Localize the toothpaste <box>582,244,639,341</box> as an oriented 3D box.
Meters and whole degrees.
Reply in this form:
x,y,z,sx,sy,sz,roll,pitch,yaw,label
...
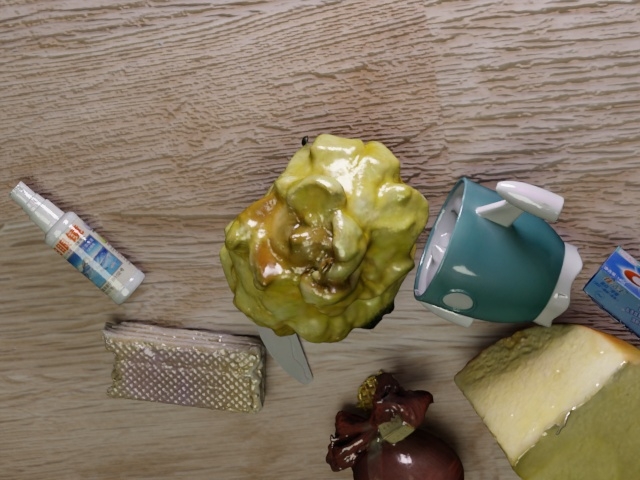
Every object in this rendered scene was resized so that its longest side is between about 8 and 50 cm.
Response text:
x,y,z,sx,sy,sz,roll,pitch,yaw,label
0.443,0.118,1.562,0.272,0.066,0.053,40,136,11,toothpaste

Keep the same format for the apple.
x,y,z,sx,sy,sz,roll,pitch,yaw,label
0.343,0.272,1.652,0.314,0.252,0.309,-14,132,42,apple

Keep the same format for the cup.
x,y,z,sx,sy,sz,roll,pitch,yaw,label
0.225,0.027,1.618,0.173,0.167,0.299,21,145,-5,cup

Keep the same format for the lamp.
x,y,z,sx,sy,sz,roll,pitch,yaw,label
0.113,0.313,1.773,0.223,0.151,0.215,34,132,-16,lamp

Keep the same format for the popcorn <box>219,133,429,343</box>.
x,y,z,sx,sy,sz,roll,pitch,yaw,label
0.000,0.000,1.619,0.286,0.252,0.215,-51,57,25,popcorn

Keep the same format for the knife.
x,y,z,sx,sy,sz,roll,pitch,yaw,label
-0.063,0.101,1.793,0.058,0.032,0.244,-16,115,-5,knife

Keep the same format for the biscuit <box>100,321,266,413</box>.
x,y,z,sx,sy,sz,roll,pitch,yaw,label
-0.194,0.178,1.848,0.239,0.062,0.108,6,114,10,biscuit

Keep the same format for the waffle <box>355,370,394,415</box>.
x,y,z,sx,sy,sz,roll,pitch,yaw,label
0.092,0.226,1.824,0.085,0.016,0.078,41,122,-7,waffle

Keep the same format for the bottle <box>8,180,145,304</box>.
x,y,z,sx,sy,sz,roll,pitch,yaw,label
-0.341,-0.001,1.802,0.217,0.060,0.060,43,117,-6,bottle
